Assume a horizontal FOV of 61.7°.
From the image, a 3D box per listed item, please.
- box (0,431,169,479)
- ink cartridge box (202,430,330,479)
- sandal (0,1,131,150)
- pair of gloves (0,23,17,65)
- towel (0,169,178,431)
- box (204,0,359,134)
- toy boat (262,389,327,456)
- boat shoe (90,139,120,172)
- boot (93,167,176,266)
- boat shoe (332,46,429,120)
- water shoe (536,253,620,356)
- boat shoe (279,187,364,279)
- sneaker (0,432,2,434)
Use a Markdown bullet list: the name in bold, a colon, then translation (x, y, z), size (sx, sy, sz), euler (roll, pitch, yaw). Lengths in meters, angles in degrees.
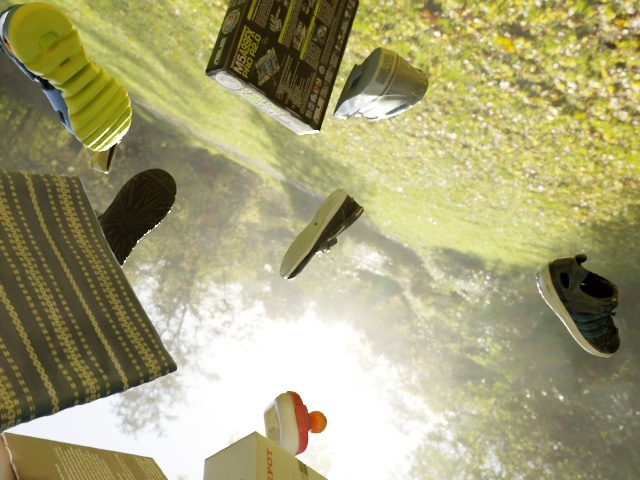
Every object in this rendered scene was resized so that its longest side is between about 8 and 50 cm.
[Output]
- **box**: translation (-0.516, 0.549, 1.160), size (0.381, 0.143, 0.191), euler (34, 171, -39)
- **ink cartridge box**: translation (-0.058, 0.505, 0.909), size (0.307, 0.129, 0.223), euler (47, -161, -31)
- **sandal**: translation (-0.439, -0.286, 0.927), size (0.138, 0.126, 0.317), euler (34, 158, 24)
- **pair of gloves**: translation (-0.536, -0.347, 0.912), size (0.010, 0.083, 0.074), euler (-14, 150, -2)
- **towel**: translation (-0.267, 0.026, 0.400), size (0.243, 0.040, 0.336), euler (57, -162, 14)
- **box**: translation (-0.055, -0.350, 0.911), size (0.216, 0.270, 0.060), euler (24, 168, -41)
- **toy boat**: translation (-0.054, 0.463, 1.343), size (0.151, 0.151, 0.231), euler (0, 152, -22)
- **boat shoe**: translation (-0.563, -0.256, 1.440), size (0.048, 0.153, 0.056), euler (22, 169, 5)
- **boot**: translation (-0.565, -0.060, 1.490), size (0.131, 0.348, 0.260), euler (45, 163, -28)
- **boat shoe**: translation (0.073, -0.184, 0.689), size (0.081, 0.079, 0.227), euler (23, -177, -12)
- **water shoe**: translation (0.396, 0.100, 0.774), size (0.203, 0.073, 0.080), euler (40, 137, -22)
- **boat shoe**: translation (0.000, 0.000, 1.158), size (0.079, 0.233, 0.084), euler (36, -173, -28)
- **sneaker**: translation (-0.733, 0.329, 0.969), size (0.292, 0.110, 0.118), euler (-6, -145, -28)
